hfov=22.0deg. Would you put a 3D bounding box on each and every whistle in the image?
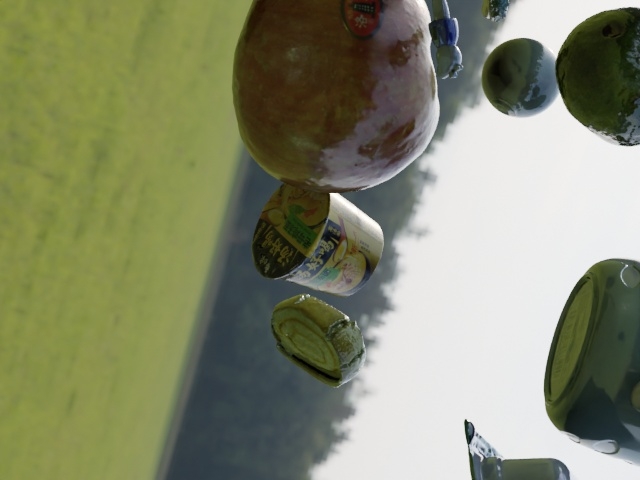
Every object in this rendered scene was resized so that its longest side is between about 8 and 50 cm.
[{"bbox_3d":[0.117,-0.195,1.573,0.033,0.029,0.083,-13,-96,47],"label":"whistle"}]

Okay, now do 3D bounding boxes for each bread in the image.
[{"bbox_3d":[-0.005,0.139,2.369,0.064,0.156,0.117,-36,148,-36],"label":"bread"}]

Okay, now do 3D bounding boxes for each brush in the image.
[{"bbox_3d":[0.201,-0.279,1.904,0.196,0.021,0.070,19,68,-88],"label":"brush"}]

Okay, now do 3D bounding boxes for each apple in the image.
[{"bbox_3d":[0.033,-0.207,2.026,0.277,0.250,0.309,43,59,-69],"label":"apple"}]

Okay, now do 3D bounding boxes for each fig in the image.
[{"bbox_3d":[0.255,-0.135,1.442,0.156,0.123,0.123,137,-30,-64],"label":"fig"}]

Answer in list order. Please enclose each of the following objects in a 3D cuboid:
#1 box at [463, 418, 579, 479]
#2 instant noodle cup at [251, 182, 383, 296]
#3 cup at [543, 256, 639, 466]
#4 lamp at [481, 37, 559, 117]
[{"bbox_3d":[0.274,0.362,1.946,0.337,0.106,0.264,47,30,-63],"label":"box"},{"bbox_3d":[0.000,0.000,2.154,0.151,0.122,0.151,-28,-131,37],"label":"instant noodle cup"},{"bbox_3d":[0.437,0.176,2.022,0.357,0.274,0.259,-84,-168,-77],"label":"cup"},{"bbox_3d":[0.255,-0.206,2.084,0.105,0.105,0.105,-164,-90,-87],"label":"lamp"}]
